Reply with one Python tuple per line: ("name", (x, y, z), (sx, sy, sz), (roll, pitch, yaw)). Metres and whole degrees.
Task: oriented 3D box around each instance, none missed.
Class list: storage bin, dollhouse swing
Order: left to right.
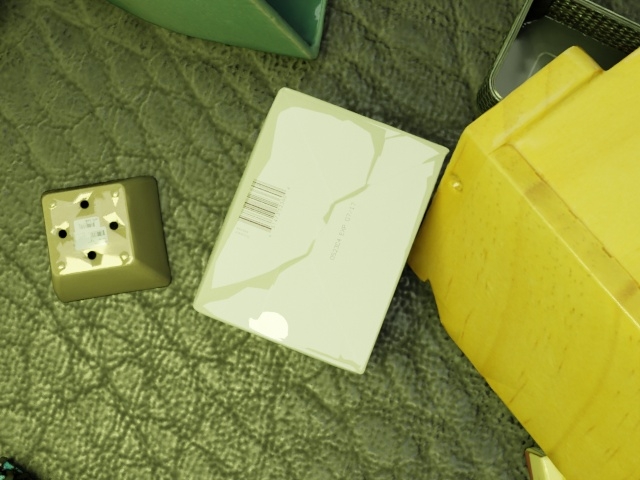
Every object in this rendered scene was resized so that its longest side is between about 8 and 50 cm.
("storage bin", (0.251, -0.144, 1.032), (0.180, 0.084, 0.122), (26, 85, 1))
("dollhouse swing", (0.313, 0.014, 0.885), (0.305, 0.315, 0.347), (-32, 71, -22))

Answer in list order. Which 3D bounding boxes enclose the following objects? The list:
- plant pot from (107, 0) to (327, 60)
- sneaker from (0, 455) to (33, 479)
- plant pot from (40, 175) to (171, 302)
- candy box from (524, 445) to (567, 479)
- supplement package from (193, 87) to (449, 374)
("plant pot", (-0.136, -0.316, 0.972), (0.252, 0.248, 0.247), (7, 85, 18))
("sneaker", (-0.261, 0.260, 0.971), (0.341, 0.125, 0.139), (-4, 80, -3))
("plant pot", (-0.203, -0.006, 1.008), (0.109, 0.096, 0.109), (-9, 84, -1))
("candy box", (0.363, 0.252, 0.996), (0.316, 0.087, 0.183), (-11, 84, -2))
("supplement package", (0.000, 0.000, 0.957), (0.149, 0.203, 0.194), (22, 84, 2))
